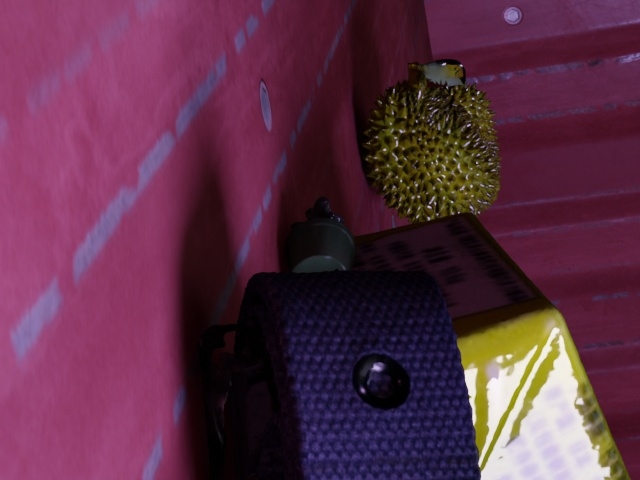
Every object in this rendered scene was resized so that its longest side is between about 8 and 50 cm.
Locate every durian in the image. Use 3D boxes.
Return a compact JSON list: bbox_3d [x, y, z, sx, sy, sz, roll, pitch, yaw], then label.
[{"bbox_3d":[0.113,-0.090,1.527,0.198,0.146,0.159,22,59,-62],"label":"durian"}]

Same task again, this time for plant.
[{"bbox_3d":[0.000,0.000,1.021,0.102,0.051,0.051,-91,170,-58],"label":"plant"}]

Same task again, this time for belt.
[{"bbox_3d":[0.006,0.129,0.729,0.139,0.126,0.231,136,-50,-68],"label":"belt"}]

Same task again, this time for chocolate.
[{"bbox_3d":[0.127,0.140,1.071,0.289,0.137,0.301,64,-1,-17],"label":"chocolate"}]
